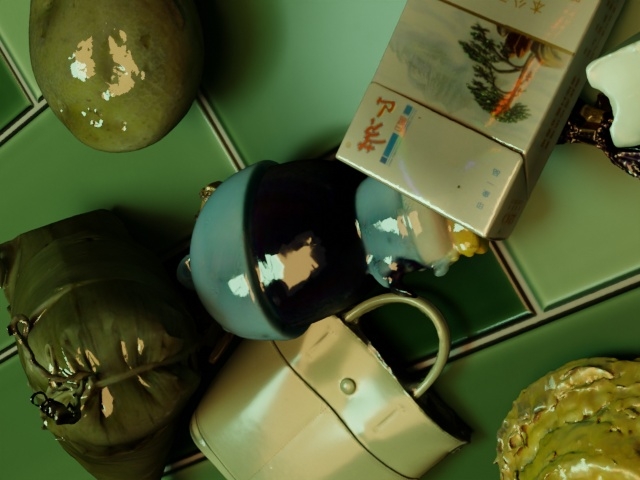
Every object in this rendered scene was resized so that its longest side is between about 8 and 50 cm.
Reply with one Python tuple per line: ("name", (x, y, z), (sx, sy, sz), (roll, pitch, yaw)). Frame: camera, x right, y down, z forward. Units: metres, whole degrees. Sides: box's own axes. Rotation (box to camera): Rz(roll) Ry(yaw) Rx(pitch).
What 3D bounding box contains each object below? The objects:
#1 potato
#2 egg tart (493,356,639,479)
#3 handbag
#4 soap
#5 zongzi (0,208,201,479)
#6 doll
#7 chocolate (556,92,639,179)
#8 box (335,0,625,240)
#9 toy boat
("potato", (-0.198, -0.203, 1.119), (0.177, 0.160, 0.235), (-1, 97, 10))
("egg tart", (0.278, 0.238, 1.002), (0.294, 0.123, 0.294), (14, 118, 28))
("handbag", (0.023, 0.157, 1.190), (0.241, 0.109, 0.315), (47, 116, 7))
("soap", (0.275, -0.132, 0.787), (0.119, 0.198, 0.067), (-17, 99, 39))
("zongzi", (-0.188, 0.190, 1.151), (0.447, 0.181, 0.418), (-137, 33, -66))
("doll", (0.000, 0.000, 1.068), (0.314, 0.141, 0.177), (-12, 60, 25))
("chocolate", (0.220, -0.100, 0.939), (0.147, 0.070, 0.072), (33, 137, 31))
("box", (0.128, -0.135, 0.917), (0.149, 0.067, 0.233), (29, 100, 28))
("toy boat", (-0.109, 0.035, 1.212), (0.064, 0.072, 0.206), (23, 121, 27))
